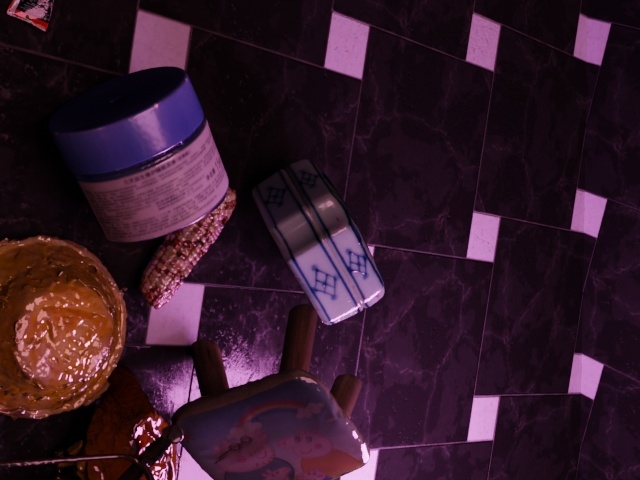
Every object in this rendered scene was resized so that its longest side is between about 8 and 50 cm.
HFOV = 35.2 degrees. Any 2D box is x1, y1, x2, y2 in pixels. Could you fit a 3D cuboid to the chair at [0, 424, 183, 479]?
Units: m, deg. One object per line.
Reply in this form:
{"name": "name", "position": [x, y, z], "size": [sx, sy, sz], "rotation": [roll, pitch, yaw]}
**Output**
{"name": "chair", "position": [-0.414, 0.497, 1.515], "size": [0.365, 0.410, 0.362], "rotation": [0, 72, -20]}

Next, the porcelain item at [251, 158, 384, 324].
{"name": "porcelain item", "position": [0.000, 0.000, 2.001], "size": [0.157, 0.286, 0.281], "rotation": [-30, 121, 0]}

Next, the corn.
{"name": "corn", "position": [-0.254, 0.001, 1.897], "size": [0.092, 0.092, 0.280], "rotation": [48, 67, -39]}

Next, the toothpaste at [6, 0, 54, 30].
{"name": "toothpaste", "position": [-0.453, -0.448, 1.656], "size": [0.071, 0.045, 0.193], "rotation": [19, 89, -37]}

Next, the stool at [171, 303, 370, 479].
{"name": "stool", "position": [-0.089, 0.313, 1.924], "size": [0.310, 0.310, 0.226], "rotation": [57, 20, -36]}

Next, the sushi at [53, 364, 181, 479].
{"name": "sushi", "position": [-0.361, 0.393, 1.811], "size": [0.167, 0.179, 0.296], "rotation": [-33, 123, -57]}

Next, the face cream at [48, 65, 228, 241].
{"name": "face cream", "position": [-0.302, -0.143, 1.706], "size": [0.249, 0.249, 0.225], "rotation": [-38, 123, -35]}

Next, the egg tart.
{"name": "egg tart", "position": [-0.455, 0.149, 1.680], "size": [0.341, 0.132, 0.341], "rotation": [-8, 101, -43]}
